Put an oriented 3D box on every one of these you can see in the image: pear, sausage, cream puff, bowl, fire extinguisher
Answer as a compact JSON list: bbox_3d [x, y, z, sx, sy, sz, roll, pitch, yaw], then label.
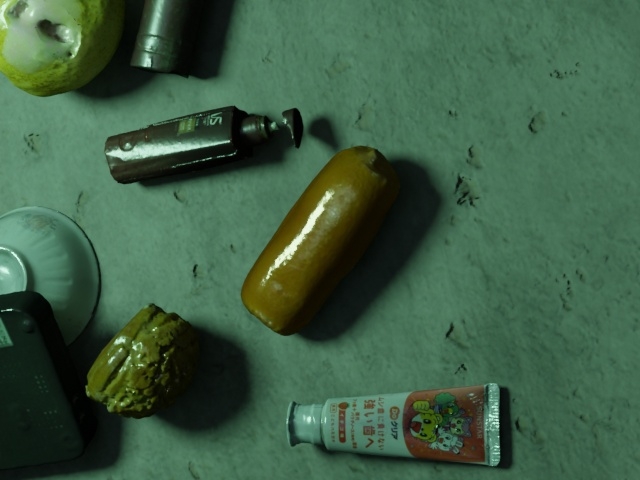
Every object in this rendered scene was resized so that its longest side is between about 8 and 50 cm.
[{"bbox_3d":[-0.314,-0.260,1.737,0.178,0.178,0.178,-1,86,19],"label":"pear"},{"bbox_3d":[0.000,0.000,1.652,0.098,0.098,0.238,40,101,17],"label":"sausage"},{"bbox_3d":[-0.197,0.143,1.695,0.103,0.126,0.144,39,109,1],"label":"cream puff"},{"bbox_3d":[-0.368,0.051,1.780,0.189,0.086,0.189,-1,87,20],"label":"bowl"},{"bbox_3d":[-0.151,-0.324,1.738,0.089,0.072,0.268,13,91,-15],"label":"fire extinguisher"}]

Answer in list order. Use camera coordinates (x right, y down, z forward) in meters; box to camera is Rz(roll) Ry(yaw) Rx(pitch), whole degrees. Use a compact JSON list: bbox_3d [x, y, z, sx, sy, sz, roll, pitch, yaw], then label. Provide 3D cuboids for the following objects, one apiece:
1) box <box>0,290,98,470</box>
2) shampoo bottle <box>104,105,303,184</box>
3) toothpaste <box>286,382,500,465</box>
[{"bbox_3d":[-0.454,0.183,1.773,0.350,0.058,0.211,-11,110,19],"label":"box"},{"bbox_3d":[-0.134,-0.114,1.716,0.236,0.067,0.068,-12,74,18],"label":"shampoo bottle"},{"bbox_3d":[0.082,0.203,1.636,0.234,0.057,0.089,-1,85,11],"label":"toothpaste"}]
